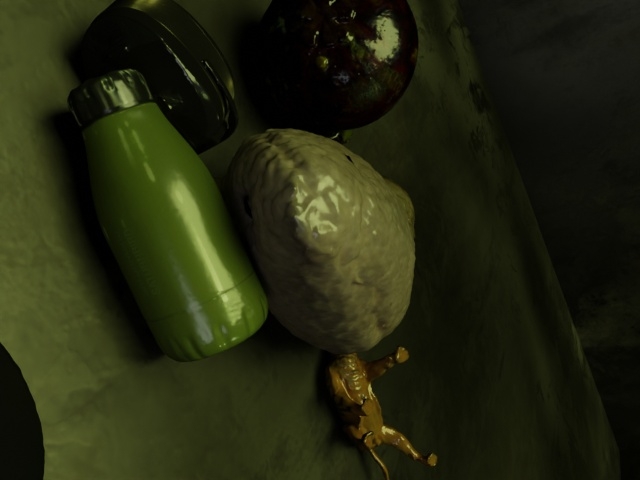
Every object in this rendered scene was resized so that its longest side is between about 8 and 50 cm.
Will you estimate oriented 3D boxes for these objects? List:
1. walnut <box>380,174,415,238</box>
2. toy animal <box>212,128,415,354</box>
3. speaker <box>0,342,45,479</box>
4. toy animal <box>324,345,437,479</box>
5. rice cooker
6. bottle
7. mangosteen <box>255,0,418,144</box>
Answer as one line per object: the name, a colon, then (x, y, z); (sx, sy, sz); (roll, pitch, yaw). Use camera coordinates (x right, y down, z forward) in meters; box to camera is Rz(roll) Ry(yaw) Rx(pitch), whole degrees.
walnut: (0.073, -0.030, 0.879); (0.162, 0.140, 0.140); (38, 44, -66)
toy animal: (0.001, 0.004, 0.664); (0.226, 0.188, 0.358); (50, -15, 38)
speaker: (-0.211, 0.231, 0.221); (0.184, 0.180, 0.388); (37, 46, -28)
toy animal: (0.067, 0.251, 0.793); (0.114, 0.116, 0.255); (-23, 102, -36)
rice cooker: (-0.156, -0.164, 0.587); (0.165, 0.112, 0.106); (48, 33, -38)
bottle: (-0.144, -0.023, 0.539); (0.112, 0.112, 0.260); (-39, 110, -57)
mangosteen: (0.024, -0.253, 0.855); (0.289, 0.231, 0.231); (78, 6, -72)
